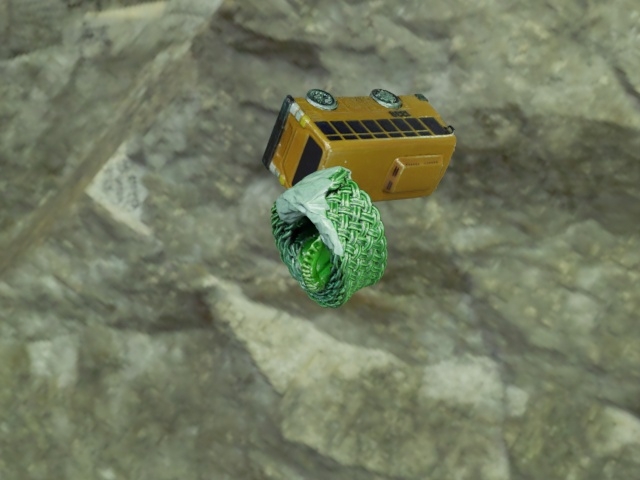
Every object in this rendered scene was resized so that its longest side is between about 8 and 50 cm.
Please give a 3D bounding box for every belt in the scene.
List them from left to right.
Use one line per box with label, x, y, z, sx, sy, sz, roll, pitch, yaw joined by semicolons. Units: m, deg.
belt;0.000;0.000;0.998;0.121;0.079;0.151;53;-25;14

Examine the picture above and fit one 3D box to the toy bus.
toy bus;0.051;-0.102;1.170;0.114;0.201;0.098;52;-46;35
